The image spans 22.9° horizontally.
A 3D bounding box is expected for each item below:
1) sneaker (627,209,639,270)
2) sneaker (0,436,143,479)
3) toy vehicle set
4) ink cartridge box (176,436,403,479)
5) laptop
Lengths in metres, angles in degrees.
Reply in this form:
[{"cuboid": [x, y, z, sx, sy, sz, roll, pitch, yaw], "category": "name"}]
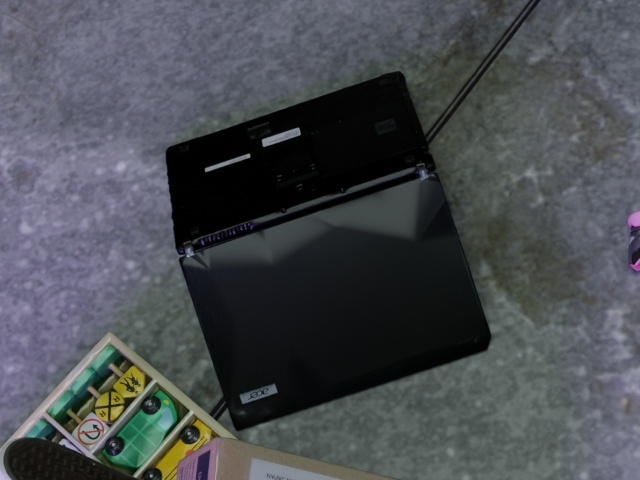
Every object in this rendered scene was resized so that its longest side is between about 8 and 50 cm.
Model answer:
[{"cuboid": [0.309, 0.011, 1.307, 0.119, 0.047, 0.057, 8, 73, 24], "category": "sneaker"}, {"cuboid": [-0.136, 0.261, 1.235, 0.290, 0.123, 0.106, 28, 26, -7], "category": "sneaker"}, {"cuboid": [-0.206, 0.225, 1.319, 0.166, 0.035, 0.267, 36, 77, 25], "category": "toy vehicle set"}, {"cuboid": [0.003, 0.266, 1.157, 0.235, 0.088, 0.193, 16, 63, -21], "category": "ink cartridge box"}, {"cuboid": [0.000, 0.000, 1.397, 0.234, 0.136, 0.264, -18, 36, 3], "category": "laptop"}]
